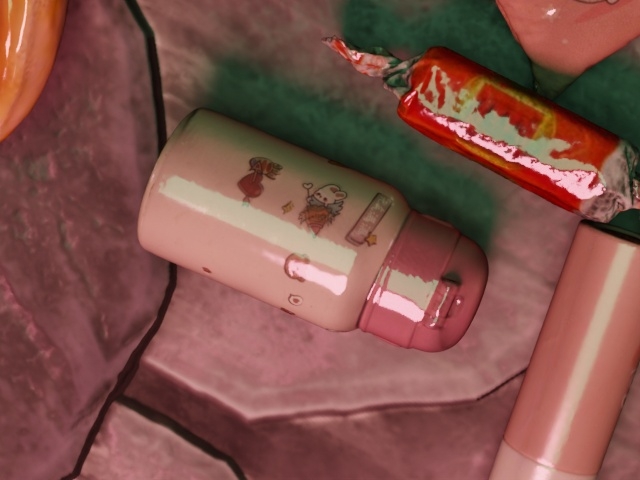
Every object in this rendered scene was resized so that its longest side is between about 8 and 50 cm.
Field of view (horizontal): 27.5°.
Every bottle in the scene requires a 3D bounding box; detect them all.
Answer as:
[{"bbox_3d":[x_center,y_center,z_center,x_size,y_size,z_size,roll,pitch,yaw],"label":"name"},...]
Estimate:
[{"bbox_3d":[0.000,0.000,0.894,0.233,0.110,0.110,23,101,6],"label":"bottle"}]

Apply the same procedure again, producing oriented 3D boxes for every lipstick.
[{"bbox_3d":[0.169,0.116,0.898,0.070,0.070,0.254,19,101,7],"label":"lipstick"}]

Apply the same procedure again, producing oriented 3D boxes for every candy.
[{"bbox_3d":[0.130,-0.072,0.870,0.292,0.086,0.059,28,92,7],"label":"candy"}]

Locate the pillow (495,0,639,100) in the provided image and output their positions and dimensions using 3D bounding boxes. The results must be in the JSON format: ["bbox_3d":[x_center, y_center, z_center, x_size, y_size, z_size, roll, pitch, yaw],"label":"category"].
[{"bbox_3d":[0.188,-0.228,0.822,0.236,0.084,0.223,-27,116,15],"label":"pillow"}]

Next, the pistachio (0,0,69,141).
[{"bbox_3d":[-0.285,-0.197,0.873,0.230,0.230,0.309,8,106,9],"label":"pistachio"}]
